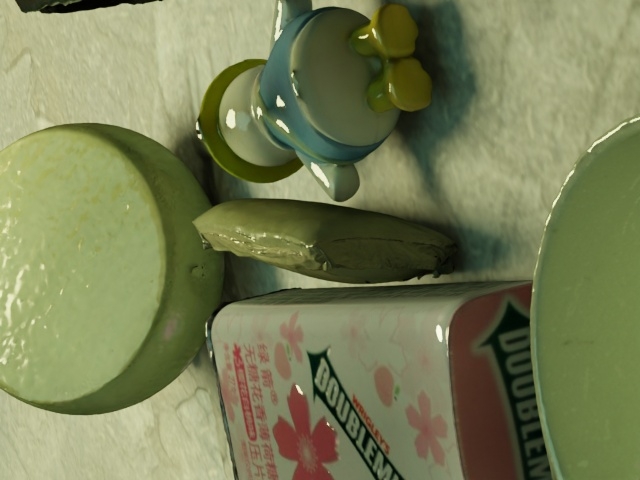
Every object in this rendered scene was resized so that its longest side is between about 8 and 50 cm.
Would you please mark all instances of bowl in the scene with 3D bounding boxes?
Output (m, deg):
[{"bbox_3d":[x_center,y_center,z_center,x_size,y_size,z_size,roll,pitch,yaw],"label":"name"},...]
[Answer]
[{"bbox_3d":[0.231,0.062,0.833,0.277,0.145,0.277,37,134,52],"label":"bowl"}]

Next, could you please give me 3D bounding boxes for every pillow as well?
[{"bbox_3d":[0.000,0.000,1.264,0.208,0.119,0.053,12,94,60],"label":"pillow"}]

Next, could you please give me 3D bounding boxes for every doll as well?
[{"bbox_3d":[-0.014,-0.099,1.274,0.135,0.099,0.241,46,156,-13],"label":"doll"}]

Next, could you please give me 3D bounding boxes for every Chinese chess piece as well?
[{"bbox_3d":[-0.201,0.024,1.547,0.250,0.101,0.250,-3,83,26],"label":"Chinese chess piece"}]

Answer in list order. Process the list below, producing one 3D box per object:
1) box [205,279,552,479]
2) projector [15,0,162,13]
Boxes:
[{"bbox_3d":[0.044,0.125,1.242,0.369,0.112,0.190,-8,93,62],"label":"box"},{"bbox_3d":[-0.071,-0.361,1.127,0.395,0.242,0.405,1,104,59],"label":"projector"}]
